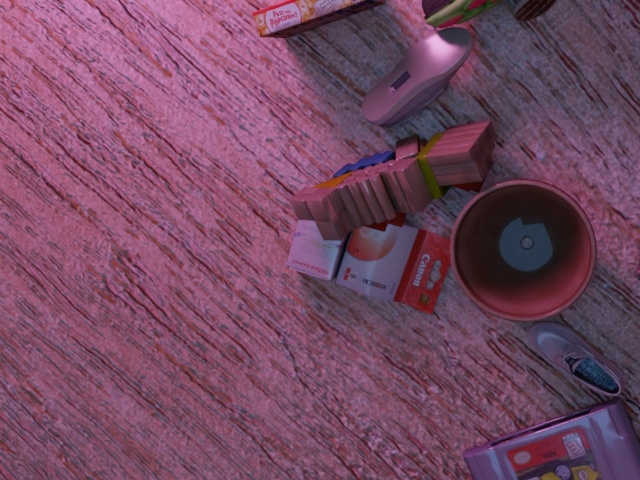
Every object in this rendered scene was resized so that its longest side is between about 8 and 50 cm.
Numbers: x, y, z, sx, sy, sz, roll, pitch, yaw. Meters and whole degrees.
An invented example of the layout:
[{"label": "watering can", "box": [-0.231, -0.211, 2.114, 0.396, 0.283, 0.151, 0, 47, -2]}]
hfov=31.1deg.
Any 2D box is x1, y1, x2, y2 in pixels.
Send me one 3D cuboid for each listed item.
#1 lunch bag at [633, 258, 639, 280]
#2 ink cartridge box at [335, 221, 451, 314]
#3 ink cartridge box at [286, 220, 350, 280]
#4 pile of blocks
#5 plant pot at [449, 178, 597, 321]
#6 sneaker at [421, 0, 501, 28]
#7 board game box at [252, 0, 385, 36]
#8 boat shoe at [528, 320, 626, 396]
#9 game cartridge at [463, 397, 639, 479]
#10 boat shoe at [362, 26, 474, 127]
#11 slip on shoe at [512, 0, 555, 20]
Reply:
[{"label": "lunch bag", "box": [0.667, -0.016, 1.772, 0.287, 0.169, 0.235, 22, 132, 13]}, {"label": "ink cartridge box", "box": [0.131, 0.040, 2.018, 0.179, 0.045, 0.145, 22, 104, 13]}, {"label": "ink cartridge box", "box": [0.000, 0.000, 2.041, 0.089, 0.052, 0.122, 18, 101, 12]}, {"label": "pile of blocks", "box": [0.135, -0.089, 1.958, 0.362, 0.149, 0.112, -18, 114, 15]}, {"label": "plant pot", "box": [0.341, 0.011, 1.923, 0.237, 0.110, 0.237, 2, 100, 14]}, {"label": "sneaker", "box": [0.285, -0.547, 1.793, 0.202, 0.185, 0.482, 41, 124, 19]}, {"label": "board game box", "box": [0.000, -0.389, 1.932, 0.194, 0.147, 0.045, -16, 94, 16]}, {"label": "boat shoe", "box": [0.433, 0.204, 1.952, 0.184, 0.063, 0.066, 40, 106, 6]}, {"label": "game cartridge", "box": [0.418, 0.410, 1.996, 0.294, 0.060, 0.196, -23, 96, 17]}, {"label": "boat shoe", "box": [0.173, -0.272, 1.943, 0.227, 0.081, 0.079, -38, 62, 22]}, {"label": "slip on shoe", "box": [0.367, -0.416, 1.888, 0.135, 0.051, 0.041, -44, 46, 24]}]
